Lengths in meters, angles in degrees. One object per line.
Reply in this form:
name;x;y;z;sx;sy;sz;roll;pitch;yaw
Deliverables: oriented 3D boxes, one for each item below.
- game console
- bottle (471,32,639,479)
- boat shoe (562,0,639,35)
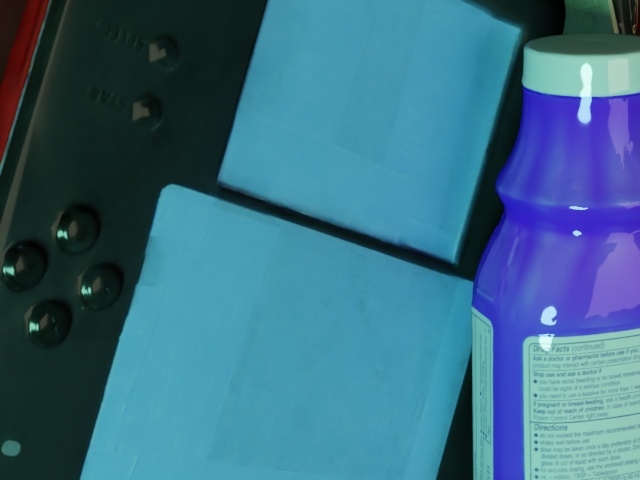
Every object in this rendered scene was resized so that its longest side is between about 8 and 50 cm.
game console;0.000;0.000;0.823;0.387;0.060;0.342;18;92;-44
bottle;0.136;0.039;0.854;0.118;0.092;0.282;-8;107;-16
boat shoe;0.149;-0.116;0.876;0.042;0.049;0.133;-17;104;-32
